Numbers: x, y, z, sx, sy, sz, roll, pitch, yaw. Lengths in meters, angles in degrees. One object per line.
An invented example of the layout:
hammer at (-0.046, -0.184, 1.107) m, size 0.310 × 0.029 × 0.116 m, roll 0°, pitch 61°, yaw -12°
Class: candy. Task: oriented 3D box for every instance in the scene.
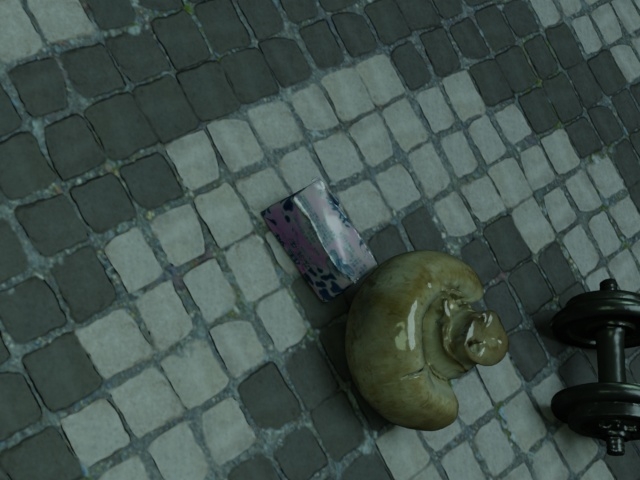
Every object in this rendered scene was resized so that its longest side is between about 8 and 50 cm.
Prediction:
candy at (0.000, 0.000, 1.742) m, size 0.073 × 0.092 × 0.160 m, roll -38°, pitch 96°, yaw -40°

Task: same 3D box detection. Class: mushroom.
mushroom at (0.134, 0.128, 1.709) m, size 0.189 × 0.195 × 0.253 m, roll 22°, pitch 72°, yaw -38°

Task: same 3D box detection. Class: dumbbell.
dumbbell at (0.460, 0.198, 1.965) m, size 0.192 × 0.192 × 0.290 m, roll 20°, pitch 61°, yaw -32°
